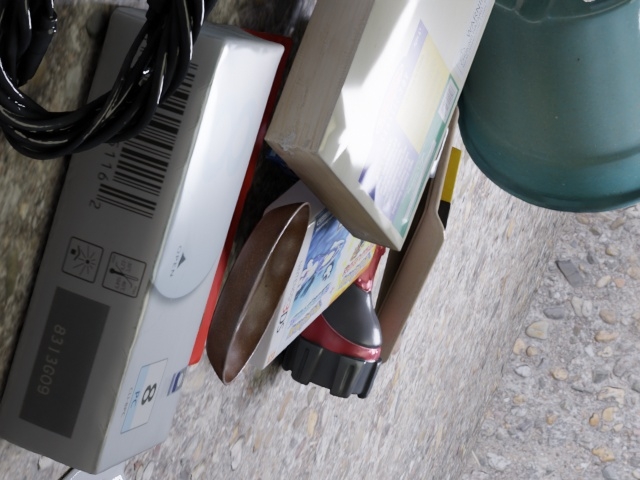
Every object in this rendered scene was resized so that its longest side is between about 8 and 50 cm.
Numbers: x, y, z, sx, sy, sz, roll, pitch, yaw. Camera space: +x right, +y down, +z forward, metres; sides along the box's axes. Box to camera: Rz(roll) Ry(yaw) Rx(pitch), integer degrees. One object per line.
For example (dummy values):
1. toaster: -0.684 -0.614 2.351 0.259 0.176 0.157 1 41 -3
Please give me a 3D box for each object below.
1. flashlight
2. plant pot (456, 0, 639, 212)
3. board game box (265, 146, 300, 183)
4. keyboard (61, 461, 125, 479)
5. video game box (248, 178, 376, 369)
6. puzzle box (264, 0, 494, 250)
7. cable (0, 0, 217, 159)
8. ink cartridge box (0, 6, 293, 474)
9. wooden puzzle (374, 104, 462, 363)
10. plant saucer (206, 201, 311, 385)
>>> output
1. flashlight: 0.053 0.011 1.811 0.304 0.103 0.103 -69 -160 9
2. plant pot: 0.305 -0.261 2.047 0.341 0.341 0.334 -65 156 -23
3. board game box: 0.009 -0.115 1.650 0.201 0.035 0.136 42 68 -75
4. keyboard: -0.208 0.221 1.325 0.256 0.014 0.072 -46 146 -60
5. video game box: 0.000 0.000 1.639 0.205 0.048 0.187 -43 160 -44
6. puzzle box: 0.083 -0.218 1.490 0.408 0.052 0.272 -69 159 -11
7. cable: -0.130 -0.124 1.008 0.184 0.047 0.150 -53 151 13
8. ink cartridge box: -0.090 -0.009 1.316 0.385 0.091 0.308 -11 119 -72
9. wooden puzzle: 0.110 -0.009 1.938 0.238 0.044 0.221 -81 -170 -50
10. plant saucer: -0.055 0.040 1.447 0.168 0.029 0.168 -63 172 -16
